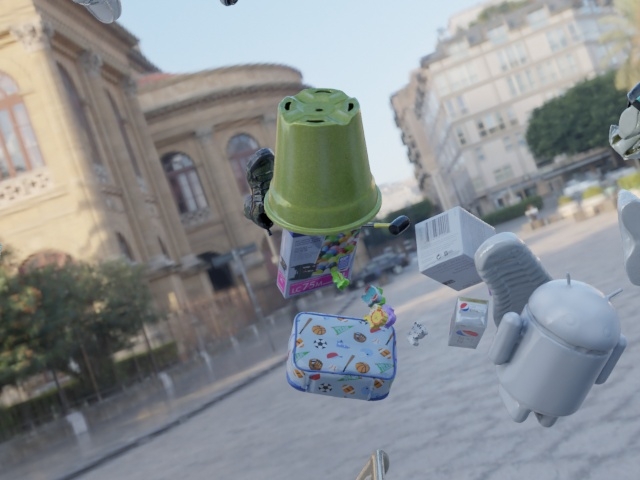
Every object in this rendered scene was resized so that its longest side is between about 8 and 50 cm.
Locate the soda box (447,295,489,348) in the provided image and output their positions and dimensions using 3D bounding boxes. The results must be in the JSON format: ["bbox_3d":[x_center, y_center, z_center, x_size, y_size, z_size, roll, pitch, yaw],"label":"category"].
[{"bbox_3d":[0.348,0.197,2.081,0.074,0.069,0.216,7,-19,6],"label":"soda box"}]

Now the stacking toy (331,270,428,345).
[{"bbox_3d":[0.137,0.150,2.052,0.167,0.221,0.052,26,-74,-41],"label":"stacking toy"}]

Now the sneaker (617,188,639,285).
[{"bbox_3d":[0.659,-0.010,1.834,0.080,0.212,0.094,-13,26,8],"label":"sneaker"}]

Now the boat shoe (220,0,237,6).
[{"bbox_3d":[-0.141,-0.525,1.740,0.065,0.083,0.183,-49,-9,-43],"label":"boat shoe"}]

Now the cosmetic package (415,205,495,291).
[{"bbox_3d":[0.376,0.026,2.404,0.151,0.151,0.184,-26,-37,37],"label":"cosmetic package"}]

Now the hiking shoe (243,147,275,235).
[{"bbox_3d":[-0.131,-0.125,2.224,0.086,0.114,0.227,-22,-43,-31],"label":"hiking shoe"}]

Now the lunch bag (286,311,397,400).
[{"bbox_3d":[0.064,0.304,2.364,0.303,0.243,0.115,9,-50,-5],"label":"lunch bag"}]

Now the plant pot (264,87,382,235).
[{"bbox_3d":[0.000,-0.192,1.969,0.276,0.254,0.276,-2,36,2],"label":"plant pot"}]

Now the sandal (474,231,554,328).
[{"bbox_3d":[0.458,0.088,2.072,0.169,0.102,0.416,-26,-39,4],"label":"sandal"}]

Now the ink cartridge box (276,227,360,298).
[{"bbox_3d":[0.000,0.000,2.092,0.186,0.065,0.311,-15,-42,-21],"label":"ink cartridge box"}]

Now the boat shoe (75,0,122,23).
[{"bbox_3d":[-0.546,-0.583,2.013,0.098,0.096,0.277,5,-26,18],"label":"boat shoe"}]

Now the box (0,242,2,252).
[{"bbox_3d":[-0.712,0.126,1.624,0.213,0.243,0.117,-29,-42,35],"label":"box"}]

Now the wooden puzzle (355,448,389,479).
[{"bbox_3d":[0.012,0.468,1.175,0.322,0.080,0.348,-57,-4,5],"label":"wooden puzzle"}]

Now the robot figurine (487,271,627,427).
[{"bbox_3d":[0.500,0.228,1.861,0.300,0.353,0.200,11,28,-20],"label":"robot figurine"}]

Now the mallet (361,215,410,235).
[{"bbox_3d":[0.165,-0.046,2.445,0.062,0.039,0.190,-31,24,-36],"label":"mallet"}]

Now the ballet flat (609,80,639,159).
[{"bbox_3d":[0.585,-0.212,1.627,0.096,0.095,0.280,-36,-28,-4],"label":"ballet flat"}]
